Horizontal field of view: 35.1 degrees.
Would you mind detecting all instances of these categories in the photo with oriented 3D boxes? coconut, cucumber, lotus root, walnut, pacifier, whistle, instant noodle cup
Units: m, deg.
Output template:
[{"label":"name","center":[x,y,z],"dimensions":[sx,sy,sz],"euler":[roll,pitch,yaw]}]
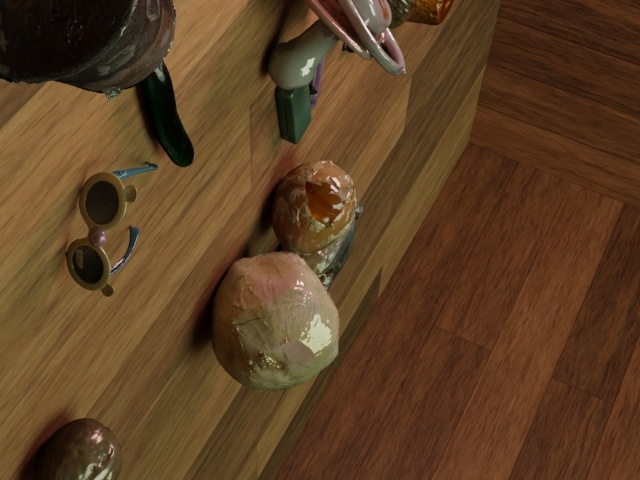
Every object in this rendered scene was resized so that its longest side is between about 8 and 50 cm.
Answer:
[{"label":"coconut","center":[-0.098,0.190,2.227],"dimensions":[0.254,0.297,0.297],"euler":[49,-54,56]},{"label":"cucumber","center":[-0.243,-0.199,1.577],"dimensions":[0.056,0.056,0.284],"euler":[-60,160,-25]},{"label":"lotus root","center":[-0.002,-0.001,2.570],"dimensions":[0.175,0.175,0.349],"euler":[96,19,-50]},{"label":"walnut","center":[-0.409,0.381,1.714],"dimensions":[0.162,0.140,0.140],"euler":[-47,158,-28]},{"label":"pacifier","center":[0.025,-0.408,1.926],"dimensions":[0.332,0.273,0.220],"euler":[-13,99,-71]},{"label":"whistle","center":[-0.012,-0.363,2.205],"dimensions":[0.033,0.033,0.176],"euler":[-52,159,-45]},{"label":"instant noodle cup","center":[-0.267,-0.260,1.100],"dimensions":[0.207,0.217,0.217],"euler":[7,106,-82]}]

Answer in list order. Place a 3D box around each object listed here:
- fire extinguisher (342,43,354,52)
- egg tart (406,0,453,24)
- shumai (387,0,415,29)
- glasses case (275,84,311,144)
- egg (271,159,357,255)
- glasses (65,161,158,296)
[{"label":"fire extinguisher","center":[0.097,-0.478,2.409],"dimensions":[0.056,0.039,0.132],"euler":[-37,-175,33]},{"label":"egg tart","center":[0.254,-0.625,2.535],"dimensions":[0.202,0.147,0.202],"euler":[-58,165,-25]},{"label":"shumai","center":[0.125,-0.572,2.208],"dimensions":[0.209,0.161,0.153],"euler":[44,35,-44]},{"label":"glasses case","center":[-0.056,-0.285,2.149],"dimensions":[0.077,0.039,0.184],"euler":[-60,164,-23]},{"label":"egg","center":[-0.018,-0.073,2.320],"dimensions":[0.233,0.195,0.195],"euler":[-56,168,12]},{"label":"glasses","center":[-0.324,-0.039,1.568],"dimensions":[0.220,0.088,0.189],"euler":[-86,-167,-70]}]
